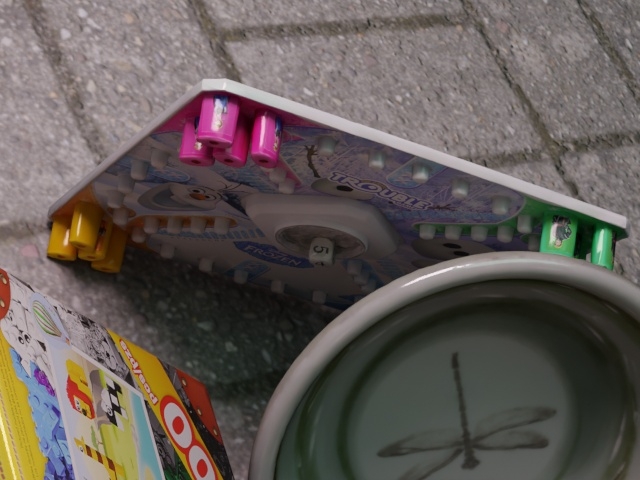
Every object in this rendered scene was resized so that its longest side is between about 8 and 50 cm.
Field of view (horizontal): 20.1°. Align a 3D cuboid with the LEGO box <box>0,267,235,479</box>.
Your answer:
[{"bbox_3d":[-0.165,0.306,1.210,0.372,0.193,0.500,40,27,-61],"label":"LEGO box"}]

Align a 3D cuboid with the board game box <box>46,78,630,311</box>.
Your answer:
[{"bbox_3d":[0.000,0.000,1.563,0.390,0.390,0.050,18,68,-22],"label":"board game box"}]

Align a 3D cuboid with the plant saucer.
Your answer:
[{"bbox_3d":[0.127,0.169,1.541,0.400,0.400,0.100,18,23,-23],"label":"plant saucer"}]
